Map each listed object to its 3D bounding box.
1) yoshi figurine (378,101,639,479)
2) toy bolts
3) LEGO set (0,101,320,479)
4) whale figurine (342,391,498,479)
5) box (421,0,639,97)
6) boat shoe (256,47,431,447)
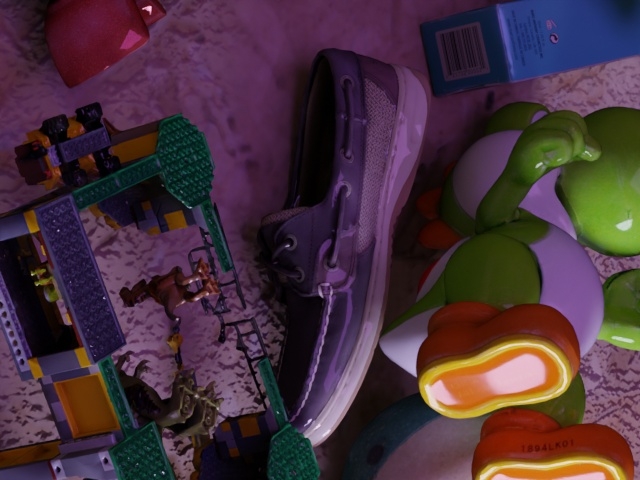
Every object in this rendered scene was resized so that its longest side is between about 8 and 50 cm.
[{"bbox_3d":[0.177,0.009,1.181,0.203,0.203,0.362,24,36,-8],"label":"yoshi figurine"},{"bbox_3d":[-0.113,-0.231,1.116,0.228,0.218,0.158,-30,105,8],"label":"toy bolts"},{"bbox_3d":[-0.162,0.088,1.089,0.255,0.192,0.331,-46,117,-56],"label":"LEGO set"},{"bbox_3d":[0.065,0.228,1.234,0.216,0.141,0.272,23,101,-36],"label":"whale figurine"},{"bbox_3d":[0.207,-0.165,1.332,0.244,0.100,0.060,-15,95,-31],"label":"box"},{"bbox_3d":[0.000,0.000,1.206,0.092,0.103,0.285,20,77,-21],"label":"boat shoe"}]
